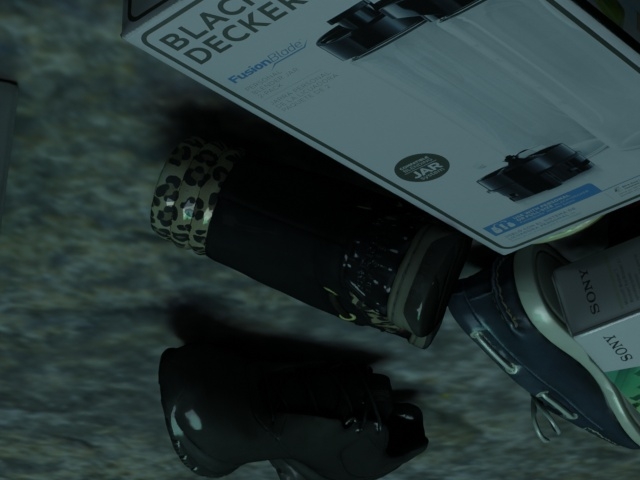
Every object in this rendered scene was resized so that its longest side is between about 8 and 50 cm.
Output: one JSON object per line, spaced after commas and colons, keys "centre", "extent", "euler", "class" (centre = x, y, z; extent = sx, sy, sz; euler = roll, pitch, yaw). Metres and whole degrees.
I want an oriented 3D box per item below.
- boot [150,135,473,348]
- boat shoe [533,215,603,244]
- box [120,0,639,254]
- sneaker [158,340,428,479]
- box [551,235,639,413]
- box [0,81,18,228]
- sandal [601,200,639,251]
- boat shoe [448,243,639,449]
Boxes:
{"centre": [0.001, -0.002, 0.904], "extent": [0.179, 0.085, 0.236], "euler": [21, 179, 7], "class": "boot"}
{"centre": [0.163, -0.047, 0.852], "extent": [0.152, 0.056, 0.049], "euler": [-30, 136, 27], "class": "boat shoe"}
{"centre": [0.064, -0.104, 0.707], "extent": [0.169, 0.087, 0.290], "euler": [-24, 143, 35], "class": "box"}
{"centre": [-0.017, 0.130, 1.137], "extent": [0.130, 0.109, 0.286], "euler": [-24, 153, 25], "class": "sneaker"}
{"centre": [0.339, 0.029, 0.934], "extent": [0.322, 0.058, 0.232], "euler": [-22, 145, 20], "class": "box"}
{"centre": [-0.281, 0.095, 0.799], "extent": [0.168, 0.345, 0.215], "euler": [9, 149, -17], "class": "box"}
{"centre": [0.221, -0.014, 0.932], "extent": [0.067, 0.040, 0.179], "euler": [10, 136, -28], "class": "sandal"}
{"centre": [0.178, 0.090, 1.053], "extent": [0.079, 0.095, 0.254], "euler": [-19, 145, 27], "class": "boat shoe"}
